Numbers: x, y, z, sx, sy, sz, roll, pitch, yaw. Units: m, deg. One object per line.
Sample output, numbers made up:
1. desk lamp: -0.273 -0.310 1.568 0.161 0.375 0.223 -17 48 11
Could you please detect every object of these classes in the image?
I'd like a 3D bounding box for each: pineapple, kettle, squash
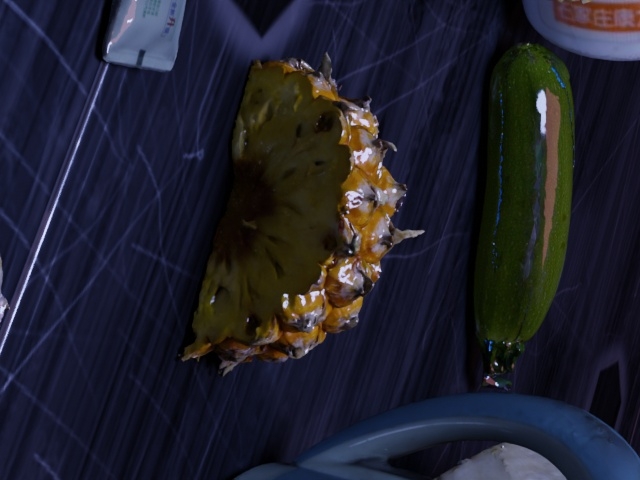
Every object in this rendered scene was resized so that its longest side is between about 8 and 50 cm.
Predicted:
1. pineapple: -0.005 -0.010 1.352 0.079 0.135 0.233 13 89 -64
2. kettle: 0.092 0.261 1.383 0.247 0.342 0.319 17 80 -55
3. squash: 0.183 -0.016 1.805 0.087 0.087 0.331 -20 119 -61

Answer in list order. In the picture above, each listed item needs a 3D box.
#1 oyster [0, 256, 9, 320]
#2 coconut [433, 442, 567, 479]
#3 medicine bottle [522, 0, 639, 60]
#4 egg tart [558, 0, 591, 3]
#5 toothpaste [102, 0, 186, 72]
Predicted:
1. oyster: -0.210 0.041 1.037 0.165 0.053 0.108 -53 163 -55
2. coconut: 0.185 0.327 1.653 0.323 0.323 0.323 -35 130 -56
3. medicine bottle: 0.256 -0.355 1.677 0.211 0.211 0.371 -56 147 -40
4. egg tart: 0.175 -0.309 1.519 0.107 0.291 0.291 -98 178 -52
5. toothpaste: -0.092 -0.212 1.208 0.064 0.041 0.218 4 98 -53
